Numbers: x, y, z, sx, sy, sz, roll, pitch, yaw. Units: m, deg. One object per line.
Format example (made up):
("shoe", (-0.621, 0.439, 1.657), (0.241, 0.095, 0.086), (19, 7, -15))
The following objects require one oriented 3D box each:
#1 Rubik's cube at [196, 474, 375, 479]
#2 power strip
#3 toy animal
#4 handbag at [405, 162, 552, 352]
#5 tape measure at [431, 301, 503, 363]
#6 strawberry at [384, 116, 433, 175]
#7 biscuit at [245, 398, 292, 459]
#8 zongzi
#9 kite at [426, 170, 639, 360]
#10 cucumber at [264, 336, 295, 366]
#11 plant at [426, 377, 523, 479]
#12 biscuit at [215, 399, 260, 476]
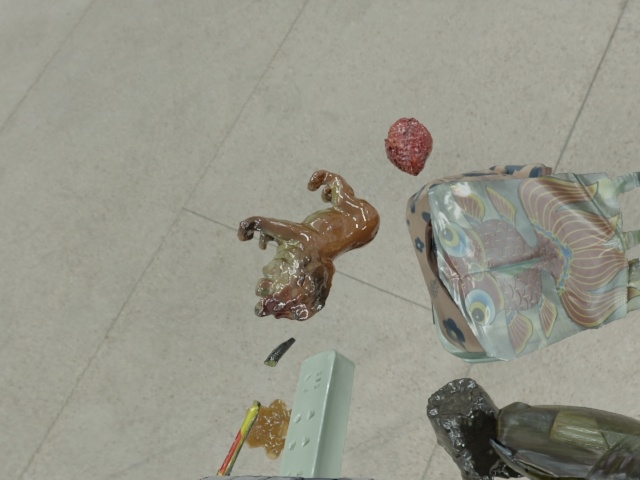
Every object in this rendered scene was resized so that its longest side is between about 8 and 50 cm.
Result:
("Rubik's cube", (-0.072, 0.373, 0.559), (0.238, 0.237, 0.237), (-6, 75, 22))
("power strip", (-0.017, 0.350, 0.872), (0.091, 0.062, 0.385), (-30, 33, 37))
("toy animal", (0.000, 0.000, 0.796), (0.157, 0.097, 0.312), (41, 51, 16))
("handbag", (0.235, 0.021, 0.745), (0.190, 0.193, 0.251), (-17, 88, 1))
("tape measure", (0.327, 0.139, 1.231), (0.125, 0.246, 0.243), (-17, 61, 35))
("strawberry", (0.146, -0.150, 0.915), (0.083, 0.083, 0.096), (-19, 49, 10))
("biscuit", (-0.088, 0.434, 1.298), (0.184, 0.027, 0.133), (-2, 59, -13))
("zongzi", (0.569, 0.434, 1.144), (0.403, 0.432, 0.208), (15, 71, 15))
("kite", (0.164, -0.005, 0.313), (0.229, 0.016, 0.127), (-23, 97, 39))
("cucumber", (-0.116, 0.316, 1.601), (0.034, 0.135, 0.033), (47, 126, -3))
("plant", (0.407, 0.512, 1.470), (0.199, 0.188, 0.276), (-34, 100, -5))
("biscuit", (-0.185, 0.448, 1.096), (0.026, 0.048, 0.292), (25, 61, 4))
